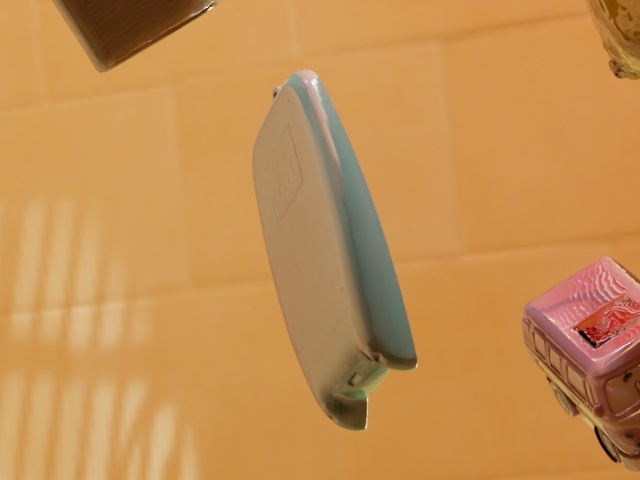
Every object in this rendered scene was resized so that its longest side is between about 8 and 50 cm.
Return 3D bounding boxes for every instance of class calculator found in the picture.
[{"bbox_3d":[0.000,0.000,2.084,0.256,0.054,0.386,122,137,-59],"label":"calculator"}]

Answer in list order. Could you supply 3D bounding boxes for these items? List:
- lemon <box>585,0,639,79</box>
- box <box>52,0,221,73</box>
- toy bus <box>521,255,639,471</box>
[{"bbox_3d":[0.389,-0.285,1.936,0.253,0.310,0.253,30,-148,-21],"label":"lemon"},{"bbox_3d":[-0.253,-0.380,2.144,0.344,0.177,0.352,58,-174,-8],"label":"box"},{"bbox_3d":[0.311,0.127,1.975,0.202,0.142,0.142,48,165,55],"label":"toy bus"}]
